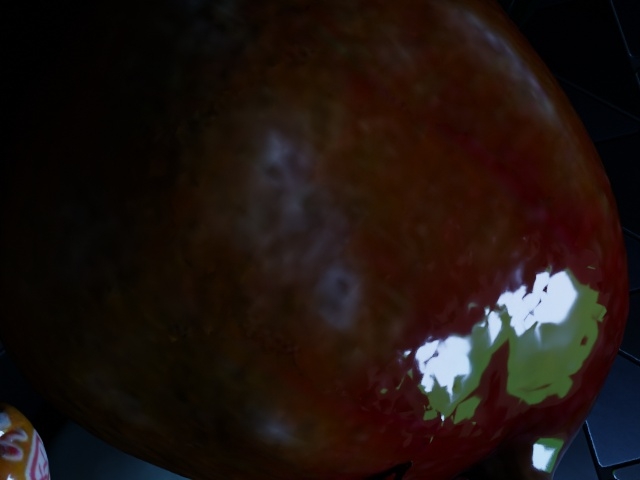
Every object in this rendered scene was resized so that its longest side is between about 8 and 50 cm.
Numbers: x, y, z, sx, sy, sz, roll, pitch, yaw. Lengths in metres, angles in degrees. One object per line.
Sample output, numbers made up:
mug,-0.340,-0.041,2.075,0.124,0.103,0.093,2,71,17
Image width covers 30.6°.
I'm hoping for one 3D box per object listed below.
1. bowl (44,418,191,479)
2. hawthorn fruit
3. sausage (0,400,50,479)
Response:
bowl,-0.144,0.254,0.901,0.146,0.289,0.289,-25,157,-21
hawthorn fruit,-0.004,-0.016,0.568,0.295,0.311,0.295,18,90,-87
sausage,-0.213,0.186,0.718,0.093,0.093,0.312,-53,169,-40
